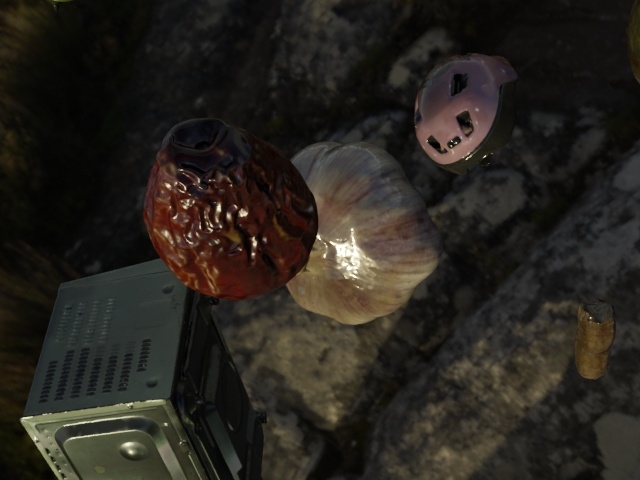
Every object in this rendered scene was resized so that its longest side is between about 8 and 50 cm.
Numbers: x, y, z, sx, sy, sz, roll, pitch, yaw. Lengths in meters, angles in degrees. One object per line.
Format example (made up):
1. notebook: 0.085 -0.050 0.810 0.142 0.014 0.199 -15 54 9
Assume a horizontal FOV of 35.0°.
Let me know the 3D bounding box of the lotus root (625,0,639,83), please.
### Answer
1. lotus root: 0.514 -0.275 1.254 0.250 0.346 0.250 0 81 -1

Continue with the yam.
1. yam: 0.381 0.138 1.411 0.056 0.241 0.057 -5 65 11

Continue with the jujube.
1. jujube: -0.088 -0.035 0.965 0.168 0.236 0.168 -2 65 5

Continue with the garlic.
1. garlic: 0.000 0.000 1.282 0.245 0.253 0.245 15 113 39

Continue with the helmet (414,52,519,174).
1. helmet: 0.242 -0.242 1.797 0.198 0.154 0.253 -36 46 36

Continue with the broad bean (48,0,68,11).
1. broad bean: -0.085 -0.207 0.554 0.061 0.046 0.195 5 66 45

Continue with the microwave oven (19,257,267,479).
1. microwave oven: -0.241 0.269 1.568 0.247 0.394 0.333 -11 40 8
